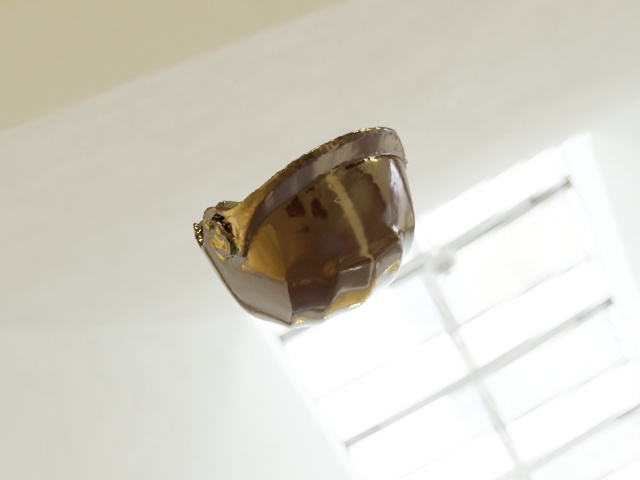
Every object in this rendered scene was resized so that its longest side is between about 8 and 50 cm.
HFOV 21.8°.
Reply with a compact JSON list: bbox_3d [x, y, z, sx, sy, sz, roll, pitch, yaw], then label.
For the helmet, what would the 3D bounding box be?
[{"bbox_3d":[0.000,0.000,0.741,0.098,0.070,0.123,-26,0,-21],"label":"helmet"}]
